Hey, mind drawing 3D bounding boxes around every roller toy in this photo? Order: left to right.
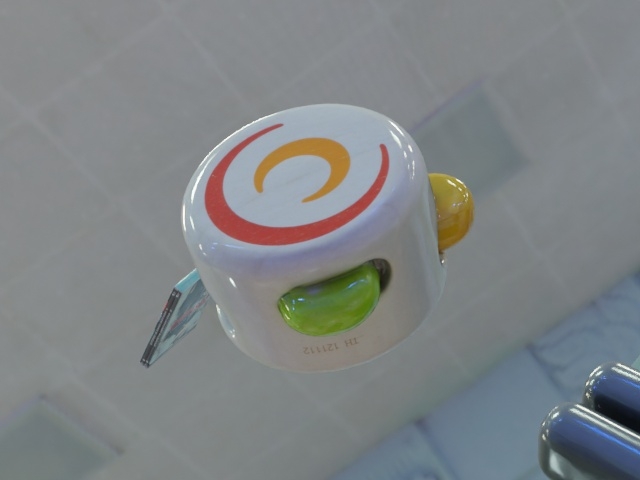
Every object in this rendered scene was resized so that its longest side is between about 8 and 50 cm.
[{"bbox_3d":[0.000,0.000,1.221,0.209,0.191,0.146,-53,-38,-31],"label":"roller toy"}]

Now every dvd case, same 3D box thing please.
[{"bbox_3d":[-0.133,0.066,1.544,0.087,0.013,0.119,-41,-14,-48],"label":"dvd case"}]

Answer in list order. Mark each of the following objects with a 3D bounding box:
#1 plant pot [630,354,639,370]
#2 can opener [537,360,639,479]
[{"bbox_3d":[0.298,0.170,0.998,0.235,0.293,0.293,-33,-34,-35],"label":"plant pot"},{"bbox_3d":[0.222,0.119,0.674,0.074,0.280,0.093,-34,-50,-34],"label":"can opener"}]
